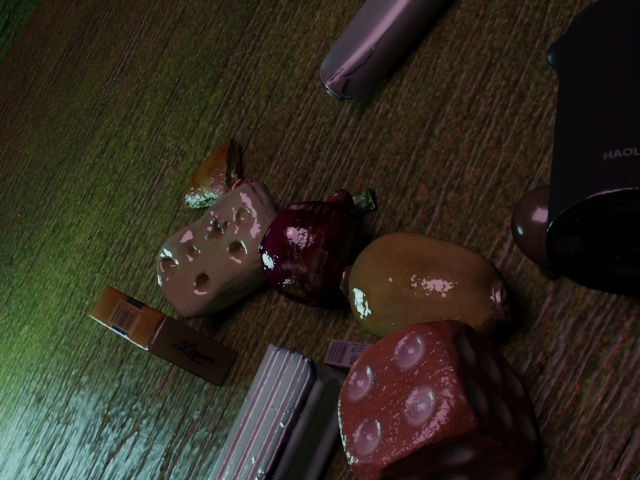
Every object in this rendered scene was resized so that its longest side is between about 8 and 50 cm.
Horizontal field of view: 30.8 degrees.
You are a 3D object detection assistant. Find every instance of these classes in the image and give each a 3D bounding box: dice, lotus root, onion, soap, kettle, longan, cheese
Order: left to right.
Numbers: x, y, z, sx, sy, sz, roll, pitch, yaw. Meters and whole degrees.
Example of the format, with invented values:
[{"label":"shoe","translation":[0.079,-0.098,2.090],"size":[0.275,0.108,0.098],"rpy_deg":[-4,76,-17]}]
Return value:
[{"label":"cheese","translation":[-0.162,0.021,1.902],"size":[0.263,0.093,0.159],"rpy_deg":[-36,66,30]},{"label":"soap","translation":[-0.059,0.288,1.620],"size":[0.150,0.094,0.261],"rpy_deg":[11,74,59]},{"label":"onion","translation":[-0.015,-0.004,1.721],"size":[0.173,0.135,0.198],"rpy_deg":[104,-179,-50]},{"label":"lotus root","translation":[0.126,0.066,1.517],"size":[0.303,0.131,0.146],"rpy_deg":[7,69,53]},{"label":"dice","translation":[0.137,0.206,1.358],"size":[0.179,0.175,0.174],"rpy_deg":[-39,38,27]},{"label":"longan","translation":[0.282,-0.011,1.423],"size":[0.106,0.106,0.119],"rpy_deg":[-128,32,-54]},{"label":"kettle","translation":[0.382,-0.127,1.294],"size":[0.262,0.203,0.308],"rpy_deg":[-26,43,41]}]

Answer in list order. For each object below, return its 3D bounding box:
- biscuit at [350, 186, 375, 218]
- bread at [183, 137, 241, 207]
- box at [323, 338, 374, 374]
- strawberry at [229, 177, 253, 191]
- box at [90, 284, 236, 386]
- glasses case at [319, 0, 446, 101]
[{"label":"biscuit","translation":[0.051,-0.050,1.800],"size":[0.089,0.016,0.046],"rpy_deg":[-29,46,36]},{"label":"bread","translation":[-0.185,-0.128,2.124],"size":[0.154,0.054,0.136],"rpy_deg":[0,61,48]},{"label":"box","translation":[0.093,0.166,1.549],"size":[0.218,0.055,0.040],"rpy_deg":[2,67,52]},{"label":"strawberry","translation":[-0.139,-0.038,2.002],"size":[0.104,0.048,0.152],"rpy_deg":[-17,48,50]},{"label":"box","translation":[-0.261,0.154,1.912],"size":[0.237,0.152,0.070],"rpy_deg":[21,80,55]},{"label":"glasses case","translation":[0.116,-0.363,1.904],"size":[0.308,0.083,0.128],"rpy_deg":[-50,30,13]}]
